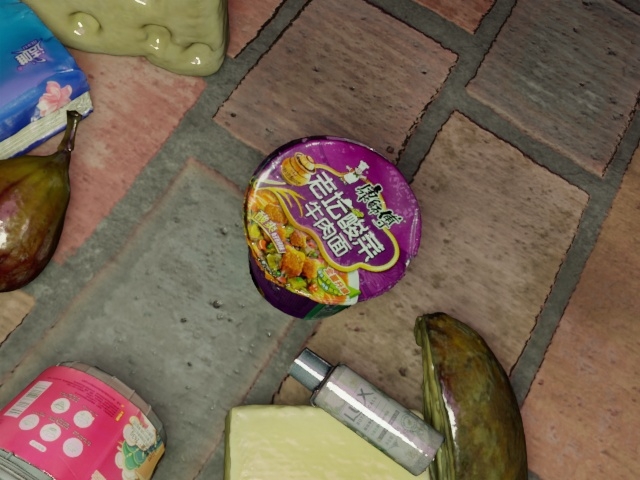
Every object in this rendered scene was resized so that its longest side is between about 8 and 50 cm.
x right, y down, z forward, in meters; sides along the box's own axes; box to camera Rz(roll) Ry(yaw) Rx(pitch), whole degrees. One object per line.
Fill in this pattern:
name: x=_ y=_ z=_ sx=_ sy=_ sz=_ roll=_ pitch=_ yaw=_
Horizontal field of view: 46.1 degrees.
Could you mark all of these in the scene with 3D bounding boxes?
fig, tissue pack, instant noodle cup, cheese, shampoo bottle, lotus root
fig: x=-0.414 y=-0.066 z=1.050 sx=0.170 sy=0.145 sz=0.274 roll=35 pitch=80 yaw=2
tissue pack: x=-0.504 y=-0.218 z=1.105 sx=0.269 sy=0.137 sz=0.209 roll=-37 pitch=82 yaw=-24
instant noodle cup: x=-0.304 y=0.264 z=0.909 sx=0.302 sy=0.258 sz=0.181 roll=38 pitch=51 yaw=-3
instant noodle cup: x=0.000 y=0.000 z=1.101 sx=0.251 sy=0.190 sz=0.251 roll=4 pitch=68 yaw=-11
cheese: x=0.006 y=0.344 z=0.997 sx=0.265 sy=0.124 sz=0.243 roll=4 pitch=67 yaw=-12
cheese: x=-0.296 y=-0.414 z=1.128 sx=0.351 sy=0.328 sz=0.130 roll=15 pitch=59 yaw=-7
shampoo bottle: x=0.055 y=0.216 z=0.971 sx=0.214 sy=0.072 sz=0.072 roll=34 pitch=65 yaw=8
lotus root: x=0.221 y=0.253 z=1.064 sx=0.142 sy=0.210 sz=0.314 roll=-6 pitch=83 yaw=-3
